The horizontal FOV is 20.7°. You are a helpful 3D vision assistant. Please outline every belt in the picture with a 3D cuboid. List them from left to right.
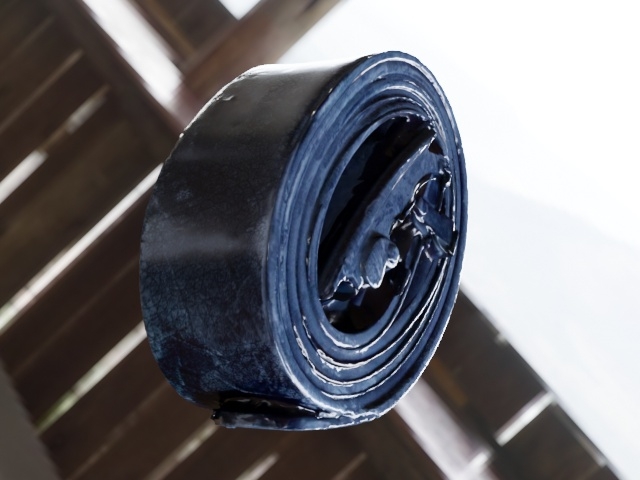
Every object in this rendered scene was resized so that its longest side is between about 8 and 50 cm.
[{"bbox_3d":[0.000,0.000,0.761,0.190,0.082,0.141,-53,130,-46],"label":"belt"}]
